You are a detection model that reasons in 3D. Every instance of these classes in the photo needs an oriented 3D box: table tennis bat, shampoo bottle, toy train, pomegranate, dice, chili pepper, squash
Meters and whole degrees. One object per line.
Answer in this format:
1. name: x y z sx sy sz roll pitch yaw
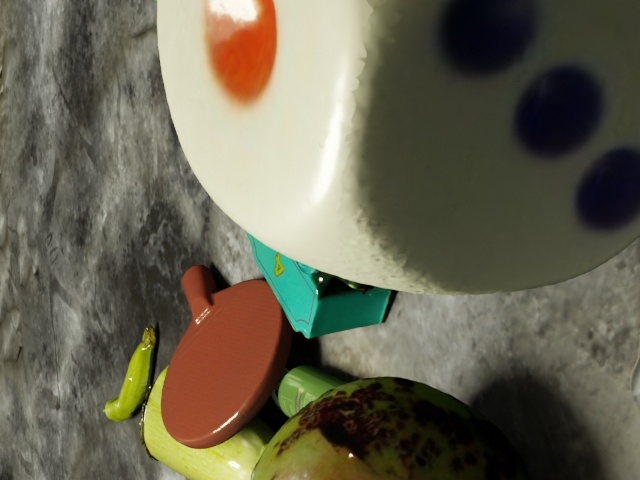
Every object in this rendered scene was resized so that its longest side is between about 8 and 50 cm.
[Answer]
1. table tennis bat: -0.118 0.115 1.478 0.200 0.038 0.310 -46 28 10
2. shampoo bottle: 0.006 0.170 1.329 0.204 0.065 0.065 16 108 59
3. toy train: 0.000 0.000 1.277 0.198 0.107 0.154 58 148 39
4. pomegranate: 0.057 0.239 1.111 0.306 0.242 0.242 107 152 -76
5. dice: 0.075 -0.147 0.916 0.304 0.304 0.277 41 129 51
6. chili pepper: -0.261 0.201 1.828 0.049 0.043 0.208 -88 23 -45
7. squash: -0.115 0.245 1.492 0.287 0.137 0.137 33 123 52
